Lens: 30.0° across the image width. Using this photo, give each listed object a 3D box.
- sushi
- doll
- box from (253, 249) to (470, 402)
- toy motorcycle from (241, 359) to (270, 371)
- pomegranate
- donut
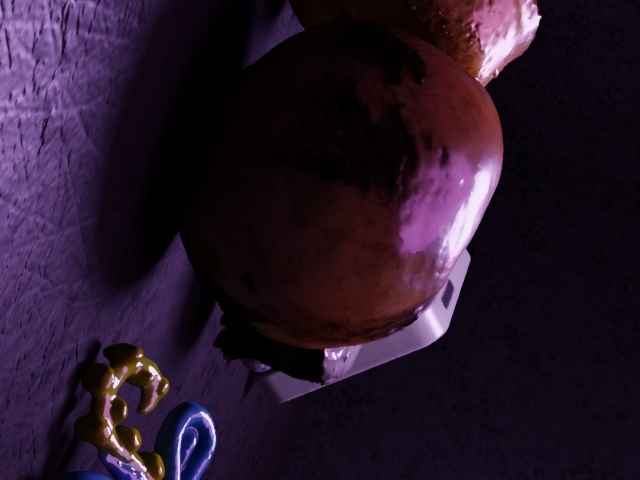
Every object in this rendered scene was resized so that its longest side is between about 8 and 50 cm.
[{"bbox_3d":[0.000,0.000,1.471,0.234,0.207,0.348,-12,121,-71],"label":"sushi"},{"bbox_3d":[-0.176,0.284,1.046,0.341,0.098,0.346,51,39,-52],"label":"doll"},{"bbox_3d":[0.078,0.129,2.181,0.090,0.373,0.367,61,23,-14],"label":"box"},{"bbox_3d":[-0.077,0.142,1.864,0.215,0.080,0.122,45,64,-88],"label":"toy motorcycle"},{"bbox_3d":[0.016,-0.054,1.133,0.322,0.322,0.322,20,90,-84],"label":"pomegranate"},{"bbox_3d":[0.081,-0.246,1.234,0.108,0.277,0.277,-53,168,-20],"label":"donut"}]
